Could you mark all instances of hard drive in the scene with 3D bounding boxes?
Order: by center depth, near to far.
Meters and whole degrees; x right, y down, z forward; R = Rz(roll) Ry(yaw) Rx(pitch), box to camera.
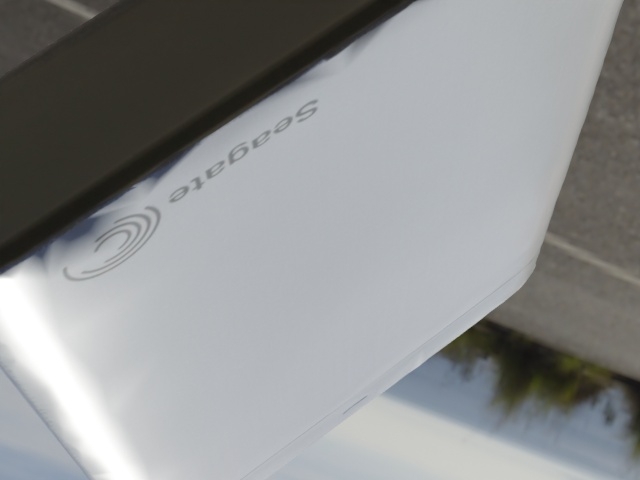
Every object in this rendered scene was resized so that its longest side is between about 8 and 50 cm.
[{"bbox_3d":[0.000,0.000,0.516,0.047,0.233,0.353,51,167,19],"label":"hard drive"}]
